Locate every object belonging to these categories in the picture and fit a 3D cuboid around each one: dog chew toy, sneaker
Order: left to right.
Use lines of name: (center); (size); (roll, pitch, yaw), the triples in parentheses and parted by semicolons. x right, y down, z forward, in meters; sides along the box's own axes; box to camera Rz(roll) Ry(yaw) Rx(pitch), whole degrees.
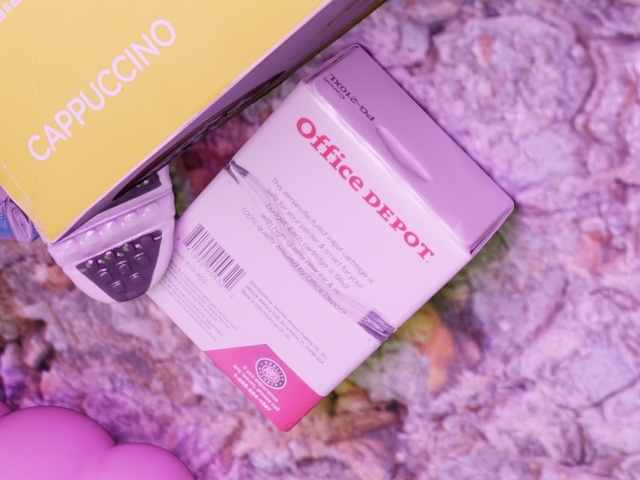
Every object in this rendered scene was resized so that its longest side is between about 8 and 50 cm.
dog chew toy: (-0.249, 0.223, 1.609); (0.331, 0.206, 0.207); (3, 114, 17)
sneaker: (-0.178, -0.098, 1.429); (0.110, 0.118, 0.292); (-18, 95, 2)

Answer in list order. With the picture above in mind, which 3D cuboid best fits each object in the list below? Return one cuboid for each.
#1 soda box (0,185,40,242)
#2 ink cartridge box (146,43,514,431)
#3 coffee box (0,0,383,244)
soda box: (-0.301, -0.045, 1.589); (0.183, 0.058, 0.063); (8, 115, 25)
ink cartridge box: (0.000, 0.000, 1.428); (0.172, 0.100, 0.237); (45, 126, 2)
coffee box: (-0.094, -0.262, 1.214); (0.337, 0.334, 0.338); (-37, 93, 35)
